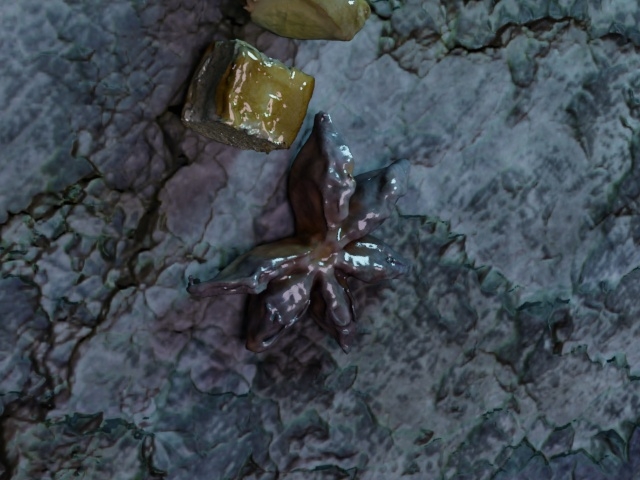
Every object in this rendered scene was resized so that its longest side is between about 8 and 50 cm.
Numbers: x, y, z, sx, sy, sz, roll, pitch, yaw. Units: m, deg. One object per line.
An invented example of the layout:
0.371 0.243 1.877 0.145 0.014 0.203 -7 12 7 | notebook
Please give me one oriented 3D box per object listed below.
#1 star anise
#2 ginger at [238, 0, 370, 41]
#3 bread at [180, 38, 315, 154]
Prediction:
0.009 0.012 1.314 0.172 0.063 0.208 43 82 -32 | star anise
-0.002 -0.262 1.229 0.137 0.074 0.213 7 94 -30 | ginger
-0.058 -0.111 1.240 0.083 0.076 0.070 23 81 -31 | bread
